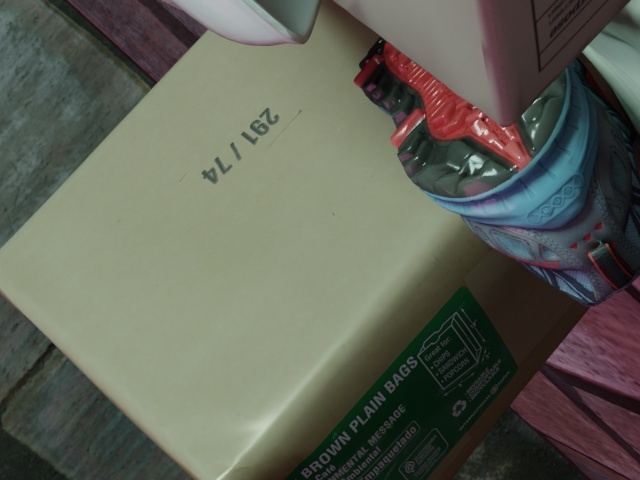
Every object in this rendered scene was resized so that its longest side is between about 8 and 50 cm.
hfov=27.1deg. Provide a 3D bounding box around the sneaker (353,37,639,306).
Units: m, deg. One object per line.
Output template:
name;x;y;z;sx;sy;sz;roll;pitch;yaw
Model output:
sneaker;0.093;-0.053;0.651;0.125;0.104;0.262;45;-160;-22

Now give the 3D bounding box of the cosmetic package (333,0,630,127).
cosmetic package;0.036;-0.165;0.257;0.113;0.160;0.309;40;173;20

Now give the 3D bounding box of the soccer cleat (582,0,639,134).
soccer cleat;0.148;-0.090;0.586;0.196;0.068;0.076;43;-167;-29

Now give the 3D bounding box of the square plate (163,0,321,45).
square plate;-0.135;-0.238;0.707;0.344;0.049;0.347;41;-162;-10

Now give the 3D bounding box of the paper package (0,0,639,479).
paper package;0.000;0.000;0.846;0.309;0.325;0.168;32;167;46
